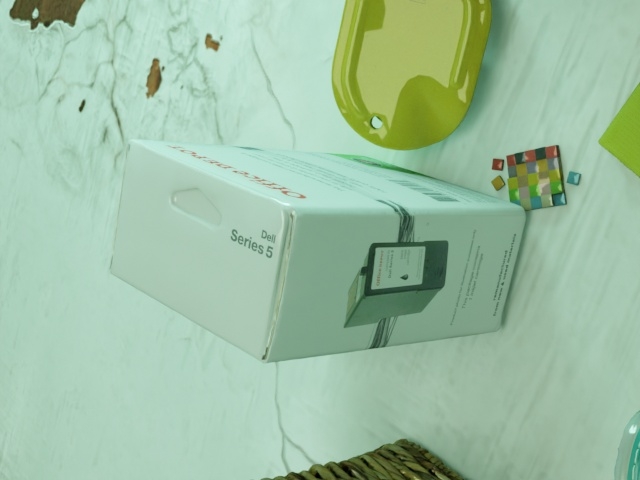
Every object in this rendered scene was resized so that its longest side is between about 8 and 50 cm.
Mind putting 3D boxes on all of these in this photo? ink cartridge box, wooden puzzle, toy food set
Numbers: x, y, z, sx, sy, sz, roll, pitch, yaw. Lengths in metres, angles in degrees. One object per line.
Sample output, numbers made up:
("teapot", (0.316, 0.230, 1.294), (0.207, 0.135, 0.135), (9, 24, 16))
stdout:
("ink cartridge box", (0.000, 0.000, 0.830), (0.198, 0.273, 0.115), (23, 107, 42))
("wooden puzzle", (0.176, -0.050, 0.854), (0.083, 0.006, 0.049), (-10, 84, 42))
("toy food set", (0.089, -0.188, 0.896), (0.128, 0.071, 0.218), (18, 107, 16))

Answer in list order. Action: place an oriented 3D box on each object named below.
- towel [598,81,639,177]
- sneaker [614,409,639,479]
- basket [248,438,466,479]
("towel", (0.299, -0.138, 0.733), (0.102, 0.021, 0.237), (50, 123, 35))
("sneaker", (0.289, 0.259, 0.702), (0.121, 0.108, 0.302), (-13, 91, 41))
("basket", (0.073, 0.325, 0.815), (0.299, 0.223, 0.213), (29, 110, 37))
